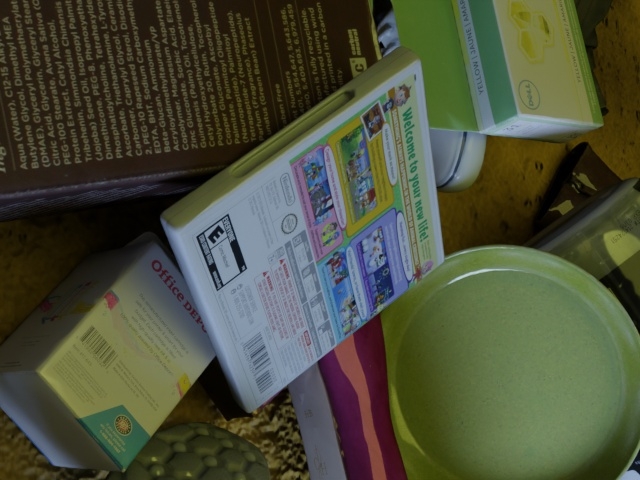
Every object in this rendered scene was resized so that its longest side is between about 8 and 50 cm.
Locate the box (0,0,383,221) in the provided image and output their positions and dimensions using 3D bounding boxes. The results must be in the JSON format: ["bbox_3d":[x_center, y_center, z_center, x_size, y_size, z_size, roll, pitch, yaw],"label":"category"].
[{"bbox_3d":[-0.155,-0.089,0.726,0.381,0.191,0.143,-13,92,-43],"label":"box"}]

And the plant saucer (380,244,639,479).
[{"bbox_3d":[0.156,0.122,0.974,0.037,0.241,0.241,-15,95,-74],"label":"plant saucer"}]

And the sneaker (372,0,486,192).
[{"bbox_3d":[0.078,-0.166,1.025,0.091,0.094,0.258,-4,77,-33],"label":"sneaker"}]

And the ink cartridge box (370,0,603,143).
[{"bbox_3d":[0.134,-0.176,0.973,0.235,0.056,0.171,1,74,-42],"label":"ink cartridge box"}]

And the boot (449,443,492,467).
[{"bbox_3d":[0.212,0.201,1.086,0.219,0.082,0.106,37,63,-30],"label":"boot"}]

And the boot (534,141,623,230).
[{"bbox_3d":[0.294,0.045,1.203,0.207,0.090,0.248,38,63,-16],"label":"boot"}]

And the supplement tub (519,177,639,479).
[{"bbox_3d":[0.307,0.116,1.057,0.193,0.193,0.316,-34,88,-40],"label":"supplement tub"}]

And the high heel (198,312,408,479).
[{"bbox_3d":[0.060,0.171,0.915,0.181,0.127,0.377,-39,106,-27],"label":"high heel"}]

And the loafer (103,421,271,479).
[{"bbox_3d":[-0.114,0.219,0.728,0.111,0.112,0.319,-66,173,22],"label":"loafer"}]

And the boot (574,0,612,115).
[{"bbox_3d":[0.275,-0.233,1.202,0.338,0.118,0.223,-10,93,-32],"label":"boot"}]

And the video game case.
[{"bbox_3d":[0.000,0.000,0.767,0.193,0.023,0.212,-37,144,-18],"label":"video game case"}]

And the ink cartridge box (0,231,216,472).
[{"bbox_3d":[-0.141,0.072,0.780,0.092,0.090,0.143,55,51,-22],"label":"ink cartridge box"}]
